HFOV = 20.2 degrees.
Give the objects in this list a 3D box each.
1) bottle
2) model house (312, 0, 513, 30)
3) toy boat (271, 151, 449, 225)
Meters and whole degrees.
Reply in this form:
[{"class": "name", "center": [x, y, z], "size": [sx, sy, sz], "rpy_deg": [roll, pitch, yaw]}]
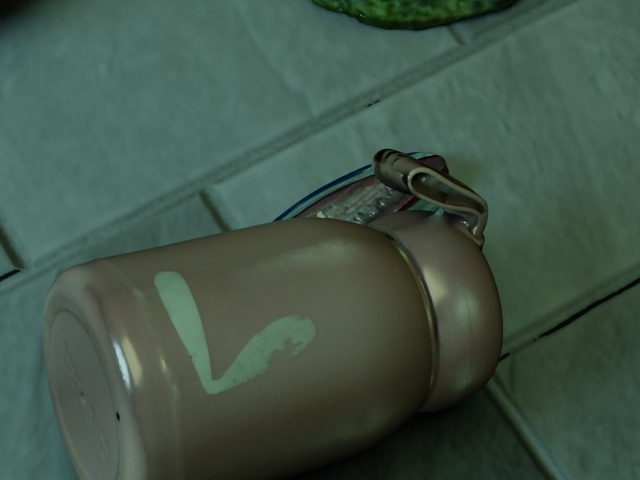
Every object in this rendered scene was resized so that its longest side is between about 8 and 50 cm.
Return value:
[{"class": "bottle", "center": [-0.022, 0.057, 1.199], "size": [0.296, 0.206, 0.173], "rpy_deg": [-12, 25, -24]}, {"class": "model house", "center": [0.088, -0.355, 1.380], "size": [0.261, 0.266, 0.321], "rpy_deg": [41, 69, 19]}, {"class": "toy boat", "center": [0.000, 0.000, 1.327], "size": [0.229, 0.046, 0.080], "rpy_deg": [-29, 73, -18]}]
